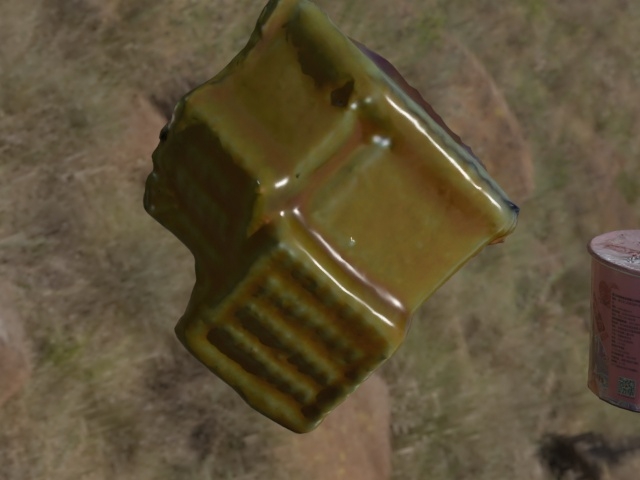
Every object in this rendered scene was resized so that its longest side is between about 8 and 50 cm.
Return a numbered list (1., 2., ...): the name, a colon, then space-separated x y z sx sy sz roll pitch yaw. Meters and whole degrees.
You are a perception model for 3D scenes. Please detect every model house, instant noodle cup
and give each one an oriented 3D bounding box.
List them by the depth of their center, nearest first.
1. model house: -0.008 -0.008 0.939 0.268 0.239 0.173 42 4 -17
2. instant noodle cup: 0.519 0.125 2.069 0.243 0.243 0.231 -38 134 -63
